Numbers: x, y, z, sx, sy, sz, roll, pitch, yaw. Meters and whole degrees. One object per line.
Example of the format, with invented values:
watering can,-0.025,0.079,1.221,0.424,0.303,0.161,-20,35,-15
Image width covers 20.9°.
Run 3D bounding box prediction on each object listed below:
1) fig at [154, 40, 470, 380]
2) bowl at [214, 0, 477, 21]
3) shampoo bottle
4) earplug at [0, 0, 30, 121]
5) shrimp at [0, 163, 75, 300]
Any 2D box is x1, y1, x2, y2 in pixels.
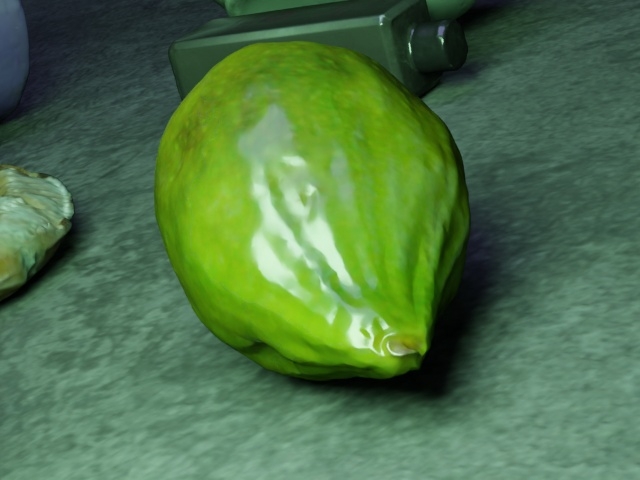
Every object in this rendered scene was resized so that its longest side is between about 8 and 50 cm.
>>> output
fig,-0.002,0.002,0.909,0.167,0.167,0.233,-13,56,8
bowl,0.015,-0.259,1.476,0.307,0.163,0.307,6,-15,2
shampoo bottle,0.001,-0.145,1.394,0.246,0.079,0.080,-3,23,32
earplug,-0.495,-0.145,1.518,0.456,0.215,0.215,-24,20,-38
shrimp,-0.293,-0.034,1.289,0.221,0.110,0.445,-11,22,-4
